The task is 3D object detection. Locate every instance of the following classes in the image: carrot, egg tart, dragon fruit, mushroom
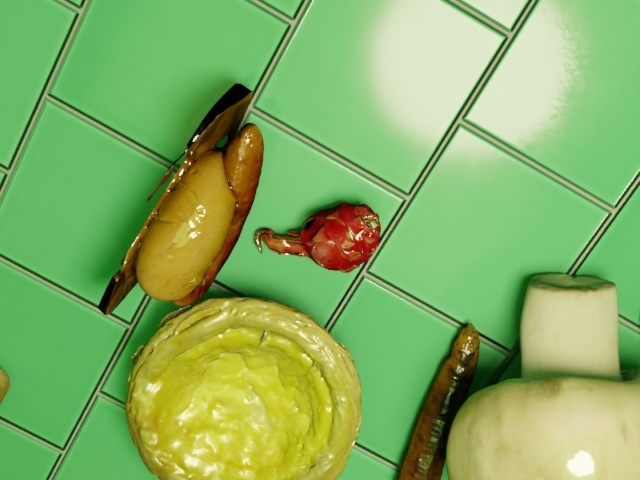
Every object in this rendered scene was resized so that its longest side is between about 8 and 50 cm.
[{"bbox_3d":[0.174,0.264,1.170,0.066,0.066,0.314,15,108,-1],"label":"carrot"},{"bbox_3d":[-0.108,0.224,1.138,0.345,0.132,0.345,1,107,3],"label":"egg tart"},{"bbox_3d":[0.000,0.000,1.095,0.190,0.094,0.094,-8,108,29],"label":"dragon fruit"},{"bbox_3d":[0.336,0.244,1.017,0.353,0.325,0.353,4,110,11],"label":"mushroom"}]

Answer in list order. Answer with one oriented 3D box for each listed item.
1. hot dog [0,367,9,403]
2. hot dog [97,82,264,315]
[{"bbox_3d":[-0.590,0.273,1.184,0.153,0.150,0.256,35,107,-18],"label":"hot dog"},{"bbox_3d":[-0.154,-0.025,1.030,0.107,0.194,0.326,33,120,-1],"label":"hot dog"}]
